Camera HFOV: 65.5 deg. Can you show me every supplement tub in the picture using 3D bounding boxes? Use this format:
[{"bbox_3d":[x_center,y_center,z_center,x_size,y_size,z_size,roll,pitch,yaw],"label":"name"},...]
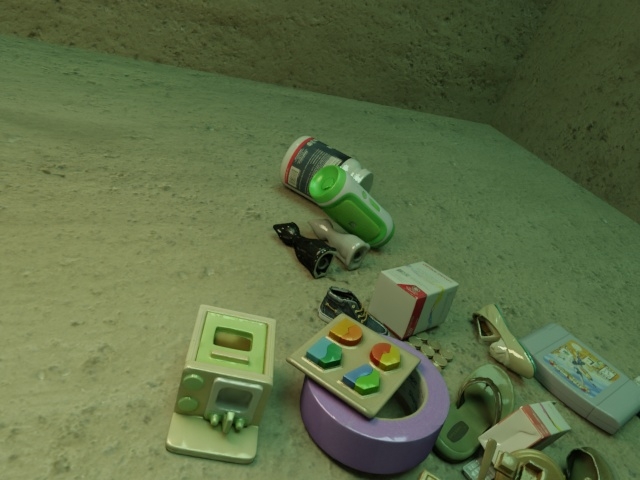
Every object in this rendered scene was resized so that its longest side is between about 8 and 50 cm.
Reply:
[{"bbox_3d":[0.019,-0.212,1.656,0.272,0.191,0.191,31,32,17],"label":"supplement tub"}]

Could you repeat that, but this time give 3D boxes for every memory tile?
[{"bbox_3d":[0.247,0.274,1.189,0.113,0.012,0.148,36,33,24],"label":"memory tile"}]

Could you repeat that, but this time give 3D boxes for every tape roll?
[{"bbox_3d":[0.101,0.298,0.954,0.274,0.090,0.275,8,29,-5],"label":"tape roll"}]

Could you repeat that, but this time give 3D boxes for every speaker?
[{"bbox_3d":[0.097,-0.094,1.459,0.296,0.131,0.131,38,15,-40],"label":"speaker"}]

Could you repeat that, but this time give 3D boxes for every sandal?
[{"bbox_3d":[0.334,0.349,1.043,0.120,0.086,0.302,31,34,26],"label":"sandal"}]

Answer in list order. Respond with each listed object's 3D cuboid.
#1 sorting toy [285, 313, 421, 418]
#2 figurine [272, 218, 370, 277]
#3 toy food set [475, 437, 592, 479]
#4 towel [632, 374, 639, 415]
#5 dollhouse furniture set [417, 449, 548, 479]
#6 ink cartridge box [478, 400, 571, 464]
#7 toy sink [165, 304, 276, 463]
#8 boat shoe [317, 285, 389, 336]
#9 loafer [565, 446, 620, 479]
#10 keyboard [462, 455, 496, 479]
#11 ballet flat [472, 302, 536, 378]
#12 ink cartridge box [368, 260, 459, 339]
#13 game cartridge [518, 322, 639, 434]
[{"bbox_3d":[0.068,0.222,0.945,0.193,0.038,0.208,28,32,27],"label":"sorting toy"},{"bbox_3d":[0.000,0.000,1.417,0.214,0.092,0.209,-9,37,-41],"label":"figurine"},{"bbox_3d":[0.366,0.436,0.878,0.192,0.133,0.038,22,-11,9],"label":"toy food set"},{"bbox_3d":[0.933,0.439,1.316,0.285,0.034,0.209,-9,44,-38],"label":"towel"},{"bbox_3d":[0.259,0.417,0.842,0.181,0.101,0.161,29,54,14],"label":"dollhouse furniture set"},{"bbox_3d":[0.413,0.380,0.983,0.198,0.115,0.067,13,36,-46],"label":"ink cartridge box"},{"bbox_3d":[-0.167,0.241,0.876,0.152,0.131,0.234,14,31,-10],"label":"toy sink"},{"bbox_3d":[0.088,0.177,1.178,0.183,0.083,0.065,22,30,3],"label":"boat shoe"},{"bbox_3d":[0.499,0.485,0.919,0.087,0.094,0.251,24,30,-2],"label":"loafer"},{"bbox_3d":[0.368,0.503,0.892,0.072,0.014,0.256,-9,41,-40],"label":"keyboard"},{"bbox_3d":[0.462,0.263,1.287,0.086,0.086,0.248,11,30,-16],"label":"ballet flat"},{"bbox_3d":[0.237,0.146,1.263,0.176,0.127,0.128,-10,34,-39],"label":"ink cartridge box"},{"bbox_3d":[0.653,0.339,1.266,0.198,0.062,0.297,-10,40,-38],"label":"game cartridge"}]
